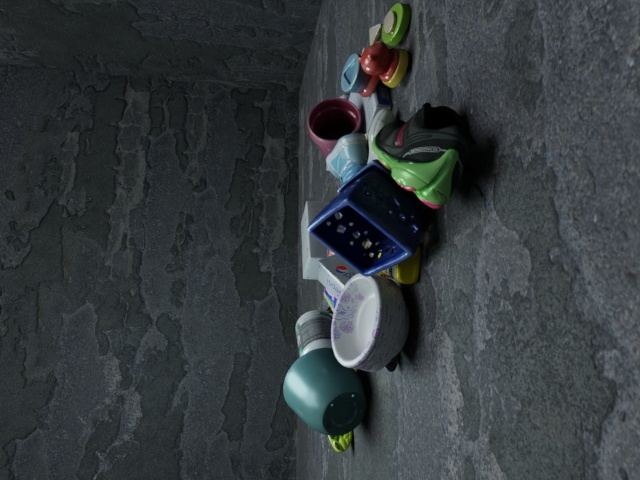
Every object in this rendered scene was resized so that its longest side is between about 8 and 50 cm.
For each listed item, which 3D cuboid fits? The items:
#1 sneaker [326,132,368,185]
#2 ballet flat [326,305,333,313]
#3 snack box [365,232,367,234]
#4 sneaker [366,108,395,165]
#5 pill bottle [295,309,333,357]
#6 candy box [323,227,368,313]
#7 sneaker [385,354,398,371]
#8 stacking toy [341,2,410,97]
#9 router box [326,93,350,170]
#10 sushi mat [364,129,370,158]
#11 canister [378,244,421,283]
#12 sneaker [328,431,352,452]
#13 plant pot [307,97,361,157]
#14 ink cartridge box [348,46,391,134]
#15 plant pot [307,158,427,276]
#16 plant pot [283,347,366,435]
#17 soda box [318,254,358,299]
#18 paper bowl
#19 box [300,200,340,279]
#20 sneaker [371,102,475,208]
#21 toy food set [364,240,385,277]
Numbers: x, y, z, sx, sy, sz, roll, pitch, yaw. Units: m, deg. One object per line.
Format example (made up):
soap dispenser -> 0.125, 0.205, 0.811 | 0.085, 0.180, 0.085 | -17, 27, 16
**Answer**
sneaker -> 0.104, -0.237, 1.742 | 0.319, 0.127, 0.208 | 115, 146, -77
ballet flat -> 0.066, 0.305, 2.313 | 0.057, 0.049, 0.173 | -99, 15, -44
snack box -> 0.194, -0.043, 1.759 | 0.178, 0.022, 0.064 | -126, 40, -74
sneaker -> 0.223, -0.287, 1.538 | 0.123, 0.106, 0.290 | 5, 86, 49
pill bottle -> 0.000, 0.498, 2.194 | 0.361, 0.204, 0.204 | -109, 24, -65
candy box -> 0.100, 0.123, 1.968 | 0.268, 0.122, 0.317 | -135, 47, -75
sneaker -> 0.212, 0.359, 1.517 | 0.162, 0.063, 0.073 | -106, -1, -57
stacking toy -> 0.164, -0.637, 1.574 | 0.309, 0.130, 0.280 | -176, 95, -67
router box -> 0.102, -0.489, 2.213 | 0.301, 0.082, 0.336 | -135, 48, -76
sushi mat -> 0.189, -0.229, 1.679 | 0.151, 0.019, 0.317 | 174, 87, -81
canister -> 0.231, 0.055, 1.396 | 0.170, 0.073, 0.126 | -155, 69, -77
sneaker -> 0.079, 0.783, 2.050 | 0.295, 0.109, 0.124 | -107, -1, -57
plant pot -> 0.057, -0.413, 1.826 | 0.180, 0.201, 0.201 | 78, -171, -67
ink cartridge box -> 0.177, -0.505, 1.837 | 0.330, 0.071, 0.324 | 106, 161, -56
plant pot -> 0.142, -0.069, 1.310 | 0.236, 0.236, 0.212 | -36, 18, 55
plant pot -> 0.039, 0.591, 1.798 | 0.235, 0.293, 0.293 | 30, 118, 59
soda box -> 0.102, 0.166, 1.696 | 0.286, 0.091, 0.098 | 41, 141, 44
paper bowl -> 0.159, 0.248, 1.426 | 0.284, 0.148, 0.284 | -50, 32, 46
box -> 0.000, 0.000, 2.422 | 0.215, 0.168, 0.345 | 108, 162, -55
sneaker -> 0.259, -0.227, 1.160 | 0.202, 0.185, 0.483 | -52, 17, 15
toy food set -> 0.202, 0.091, 1.670 | 0.132, 0.038, 0.192 | 110, 150, -74
